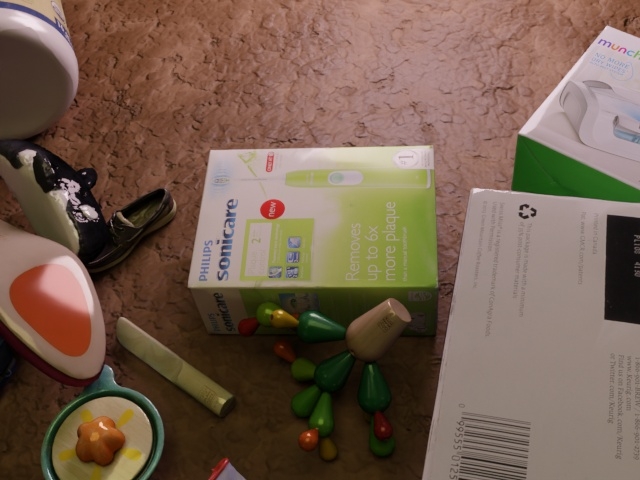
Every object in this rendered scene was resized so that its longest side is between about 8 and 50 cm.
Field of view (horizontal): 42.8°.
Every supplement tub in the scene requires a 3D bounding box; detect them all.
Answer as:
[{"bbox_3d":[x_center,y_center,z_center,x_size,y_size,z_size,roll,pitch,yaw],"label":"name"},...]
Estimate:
[{"bbox_3d":[-0.495,-0.325,1.206,0.228,0.228,0.316,-19,56,-7],"label":"supplement tub"}]

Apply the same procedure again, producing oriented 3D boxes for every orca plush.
[{"bbox_3d":[-0.352,-0.066,1.096,0.102,0.151,0.287,-20,31,-39],"label":"orca plush"}]

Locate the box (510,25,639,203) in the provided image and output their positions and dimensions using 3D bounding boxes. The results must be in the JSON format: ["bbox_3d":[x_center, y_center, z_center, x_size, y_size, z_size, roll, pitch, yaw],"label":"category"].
[{"bbox_3d":[0.417,-0.115,1.034,0.262,0.126,0.231,32,66,25],"label":"box"}]

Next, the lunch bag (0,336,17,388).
[{"bbox_3d":[-0.413,0.146,0.978,0.098,0.065,0.067,14,43,17],"label":"lunch bag"}]

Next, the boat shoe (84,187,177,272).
[{"bbox_3d":[-0.259,-0.019,1.081,0.056,0.049,0.152,38,68,25],"label":"boat shoe"}]

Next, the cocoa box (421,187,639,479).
[{"bbox_3d":[0.232,0.158,0.801,0.231,0.228,0.347,7,57,11],"label":"cocoa box"}]

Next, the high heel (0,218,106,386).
[{"bbox_3d":[-0.387,0.063,1.006,0.127,0.181,0.377,-17,57,-41],"label":"high heel"}]

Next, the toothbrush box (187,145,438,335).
[{"bbox_3d":[0.000,0.000,1.000,0.283,0.122,0.206,0,56,7],"label":"toothbrush box"}]

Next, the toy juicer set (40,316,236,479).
[{"bbox_3d":[-0.199,0.231,0.881,0.209,0.089,0.329,11,57,13],"label":"toy juicer set"}]

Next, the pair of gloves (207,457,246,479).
[{"bbox_3d":[-0.090,0.328,0.811,0.159,0.023,0.198,38,62,6],"label":"pair of gloves"}]

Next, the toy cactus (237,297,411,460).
[{"bbox_3d":[0.019,0.131,0.888,0.180,0.112,0.219,-46,71,22],"label":"toy cactus"}]
